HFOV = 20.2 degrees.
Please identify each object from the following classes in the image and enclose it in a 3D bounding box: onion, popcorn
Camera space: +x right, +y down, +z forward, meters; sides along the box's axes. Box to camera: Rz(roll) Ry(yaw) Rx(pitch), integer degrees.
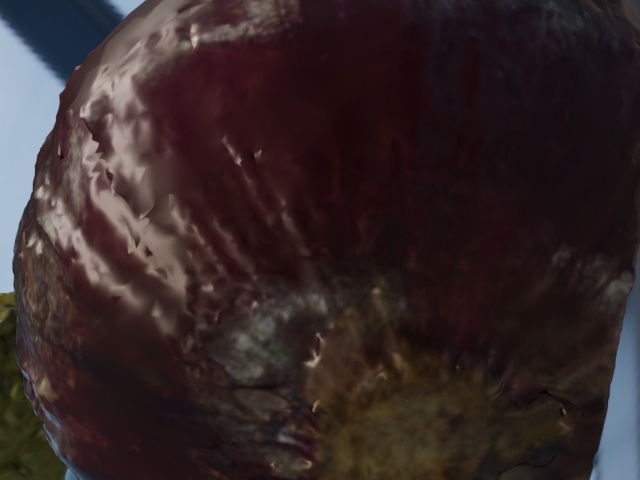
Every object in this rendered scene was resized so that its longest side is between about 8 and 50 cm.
[{"bbox_3d":[0.001,-0.013,0.615,0.216,0.207,0.206,-97,14,-60],"label":"onion"},{"bbox_3d":[-0.310,0.154,1.669,0.195,0.255,0.256,57,-143,-28],"label":"popcorn"}]
